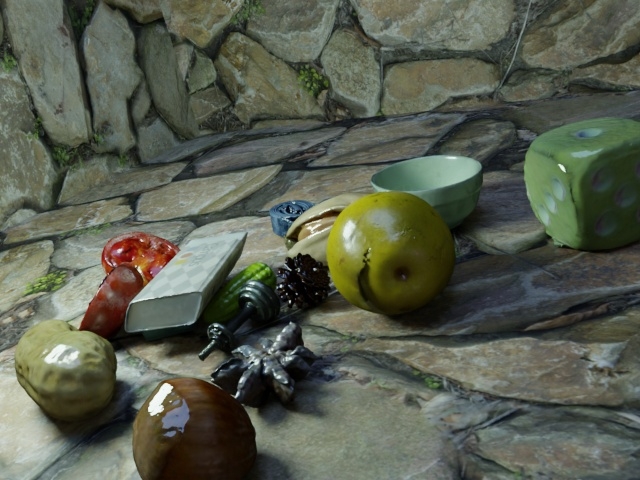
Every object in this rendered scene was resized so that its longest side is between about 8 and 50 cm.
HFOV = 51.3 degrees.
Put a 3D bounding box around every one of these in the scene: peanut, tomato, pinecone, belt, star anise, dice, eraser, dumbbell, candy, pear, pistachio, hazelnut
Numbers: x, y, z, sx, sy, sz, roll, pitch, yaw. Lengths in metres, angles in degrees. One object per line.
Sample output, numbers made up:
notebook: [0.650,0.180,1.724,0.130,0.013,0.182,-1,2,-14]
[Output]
peanut: [-0.552,0.265,1.444,0.192,0.170,0.387,-22,21,-33]
tomato: [-0.516,0.164,1.682,0.101,0.228,0.228,29,22,-8]
pinecone: [-0.046,0.100,1.585,0.121,0.140,0.140,-51,11,21]
tomato: [-0.507,0.084,1.907,0.233,0.140,0.200,23,35,1]
belt: [-0.082,-0.067,2.081,0.141,0.082,0.190,-18,21,-16]
star anise: [-0.101,0.245,1.306,0.229,0.093,0.236,6,31,40]
dice: [0.640,-0.136,1.560,0.254,0.250,0.252,-17,21,-6]
eraser: [-0.319,0.091,1.659,0.213,0.082,0.397,-9,19,14]
dumbbell: [-0.187,0.185,1.511,0.110,0.110,0.254,3,33,37]
candy: [-0.203,0.138,1.647,0.209,0.097,0.096,-36,29,-27]
pear: [0.155,0.025,1.481,0.284,0.285,0.336,-10,1,12]
pistachio: [0.057,-0.022,1.761,0.318,0.214,0.194,-14,63,22]
hazelnut: [-0.203,0.324,1.084,0.214,0.176,0.214,18,35,-13]

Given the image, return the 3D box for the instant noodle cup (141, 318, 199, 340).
instant noodle cup: [-0.373,0.185,1.663,0.179,0.070,0.157,-15,20,1]

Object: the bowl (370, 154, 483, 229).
bowl: [0.305,-0.123,1.861,0.307,0.163,0.307,-12,21,5]

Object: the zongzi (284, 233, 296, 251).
zongzi: [0.000,0.000,1.886,0.160,0.078,0.176,-33,36,-26]
